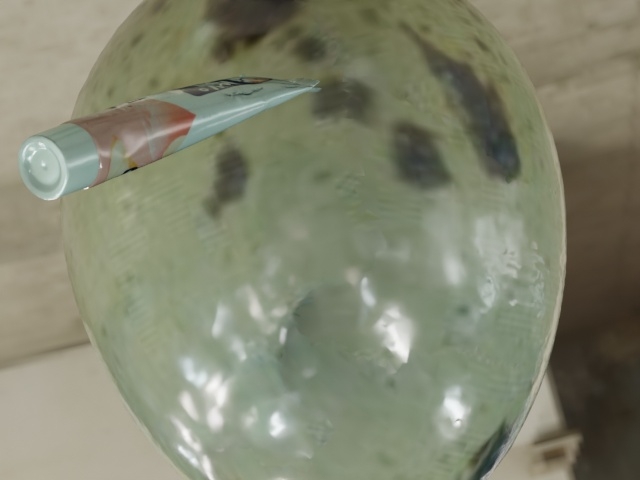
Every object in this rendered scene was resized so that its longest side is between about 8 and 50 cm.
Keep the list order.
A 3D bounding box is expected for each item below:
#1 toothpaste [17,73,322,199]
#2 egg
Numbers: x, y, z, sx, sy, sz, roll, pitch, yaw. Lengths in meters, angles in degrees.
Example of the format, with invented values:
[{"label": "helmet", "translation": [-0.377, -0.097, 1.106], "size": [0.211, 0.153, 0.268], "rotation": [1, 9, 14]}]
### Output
[{"label": "toothpaste", "translation": [-0.080, -0.064, 1.040], "size": [0.056, 0.036, 0.205], "rotation": [11, -158, 33]}, {"label": "egg", "translation": [0.000, 0.000, 1.329], "size": [0.345, 0.428, 0.345], "rotation": [-14, 162, -5]}]
